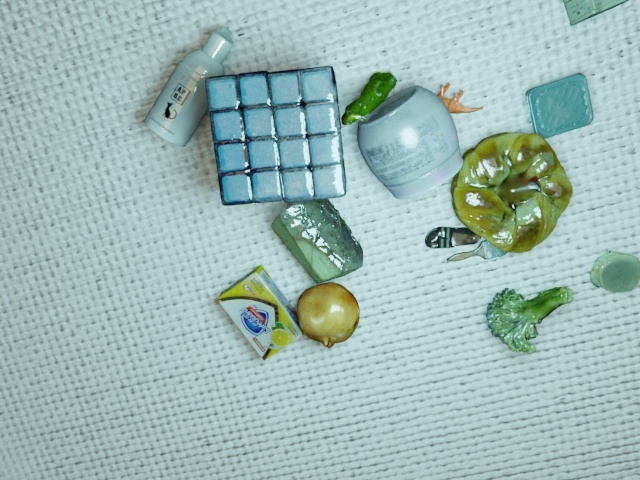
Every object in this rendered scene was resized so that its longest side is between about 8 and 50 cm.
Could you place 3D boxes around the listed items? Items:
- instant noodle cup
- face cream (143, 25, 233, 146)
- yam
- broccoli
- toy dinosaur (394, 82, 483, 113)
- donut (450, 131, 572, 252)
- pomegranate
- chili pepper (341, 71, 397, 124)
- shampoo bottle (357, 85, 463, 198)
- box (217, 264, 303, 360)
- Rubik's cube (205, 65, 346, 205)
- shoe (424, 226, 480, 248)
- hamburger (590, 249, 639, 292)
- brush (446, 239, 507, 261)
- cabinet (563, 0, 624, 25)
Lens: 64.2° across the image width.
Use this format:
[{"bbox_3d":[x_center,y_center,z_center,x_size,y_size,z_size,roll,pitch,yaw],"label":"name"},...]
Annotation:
[{"bbox_3d":[0.710,-0.400,1.534,0.179,0.070,0.157,-17,101,5],"label":"instant noodle cup"},{"bbox_3d":[-0.375,-0.473,1.527,0.145,0.145,0.370,33,101,-4],"label":"face cream"},{"bbox_3d":[0.003,-0.002,1.576,0.201,0.202,0.271,-32,93,-19],"label":"yam"},{"bbox_3d":[0.625,0.238,1.549,0.177,0.275,0.198,30,69,-17],"label":"broccoli"},{"bbox_3d":[0.362,-0.426,1.550,0.279,0.055,0.101,16,124,-3],"label":"toy dinosaur"},{"bbox_3d":[0.571,-0.145,1.541,0.360,0.170,0.360,0,99,3],"label":"donut"},{"bbox_3d":[0.022,0.227,1.613,0.209,0.209,0.209,0,101,2],"label":"pomegranate"},{"bbox_3d":[0.132,-0.390,1.429,0.085,0.359,0.076,17,131,14],"label":"chili pepper"},{"bbox_3d":[0.258,-0.279,1.474,0.273,0.273,0.266,-29,111,7],"label":"shampoo bottle"},{"bbox_3d":[-0.190,0.237,1.680,0.168,0.097,0.265,-33,98,8],"label":"box"},{"bbox_3d":[-0.105,-0.290,1.451,0.337,0.344,0.344,-7,100,4],"label":"Rubik's cube"},{"bbox_3d":[0.426,-0.009,1.631,0.179,0.049,0.071,-3,100,3],"label":"shoe"},{"bbox_3d":[0.941,0.100,1.625,0.140,0.062,0.133,0,105,0],"label":"hamburger"},{"bbox_3d":[0.504,0.039,1.654,0.196,0.021,0.070,-15,101,7],"label":"brush"},{"bbox_3d":[0.765,-0.743,1.428,0.150,0.145,0.206,-22,99,6],"label":"cabinet"}]
